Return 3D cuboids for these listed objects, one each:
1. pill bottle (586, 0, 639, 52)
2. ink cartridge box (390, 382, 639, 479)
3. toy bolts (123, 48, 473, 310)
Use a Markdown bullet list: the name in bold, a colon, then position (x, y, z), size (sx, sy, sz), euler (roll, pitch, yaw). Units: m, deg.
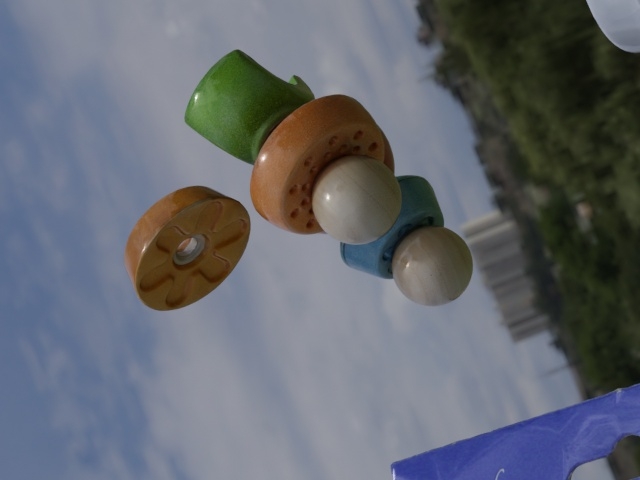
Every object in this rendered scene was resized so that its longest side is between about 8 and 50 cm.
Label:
- **pill bottle**: position (0.205, -0.125, 0.616), size (0.117, 0.215, 0.117), euler (10, -103, -52)
- **ink cartridge box**: position (0.172, 0.219, 0.836), size (0.072, 0.303, 0.307), euler (13, -120, -55)
- **toy bolts**: position (0.000, 0.000, 1.219), size (0.158, 0.218, 0.228), euler (44, -161, 33)
